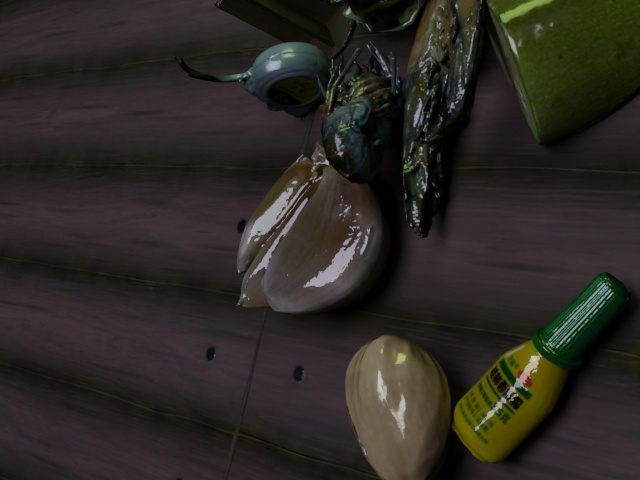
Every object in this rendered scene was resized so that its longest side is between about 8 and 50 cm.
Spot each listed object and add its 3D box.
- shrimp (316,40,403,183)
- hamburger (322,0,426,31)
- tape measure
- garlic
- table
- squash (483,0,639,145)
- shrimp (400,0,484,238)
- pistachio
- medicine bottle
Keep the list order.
[{"bbox_3d":[0.082,-0.237,1.693,0.172,0.137,0.372,-25,40,30],"label":"shrimp"},{"bbox_3d":[0.120,-0.438,1.751,0.260,0.150,0.276,-23,23,37],"label":"hamburger"},{"bbox_3d":[-0.112,-0.314,1.825,0.164,0.330,0.084,-33,56,31],"label":"tape measure"},{"bbox_3d":[-0.001,-0.001,1.739,0.279,0.132,0.325,30,95,48],"label":"garlic"},{"bbox_3d":[-0.069,-0.435,1.903,0.167,0.226,0.167,-20,61,41],"label":"table"},{"bbox_3d":[0.411,-0.316,1.485,0.308,0.210,0.234,-22,54,6],"label":"squash"},{"bbox_3d":[0.192,-0.224,1.601,0.272,0.085,0.445,170,109,-78],"label":"shrimp"},{"bbox_3d":[0.116,0.250,1.504,0.157,0.157,0.230,-26,65,37],"label":"pistachio"},{"bbox_3d":[0.300,0.169,1.405,0.309,0.076,0.111,-51,47,18],"label":"medicine bottle"}]
